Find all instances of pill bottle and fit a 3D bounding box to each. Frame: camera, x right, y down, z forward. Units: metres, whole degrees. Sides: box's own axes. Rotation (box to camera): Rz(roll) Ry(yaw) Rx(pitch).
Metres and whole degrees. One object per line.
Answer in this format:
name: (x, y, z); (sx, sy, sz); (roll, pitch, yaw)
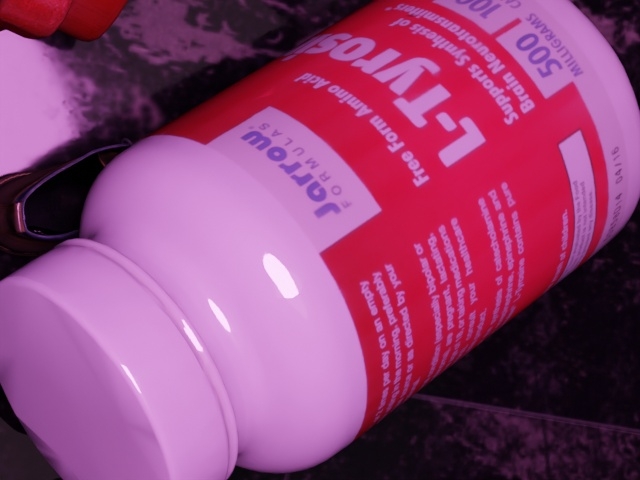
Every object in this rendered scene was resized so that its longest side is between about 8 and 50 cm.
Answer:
pill bottle: (0.000, 0.000, 1.159); (0.407, 0.229, 0.229); (-35, 102, -32)

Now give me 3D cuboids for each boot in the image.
boot: (-0.119, -0.032, 1.239); (0.219, 0.106, 0.082); (-16, 96, -16)

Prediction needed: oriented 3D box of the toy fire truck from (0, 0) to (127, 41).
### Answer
toy fire truck: (-0.146, -0.263, 1.139); (0.169, 0.254, 0.302); (26, 84, -23)
